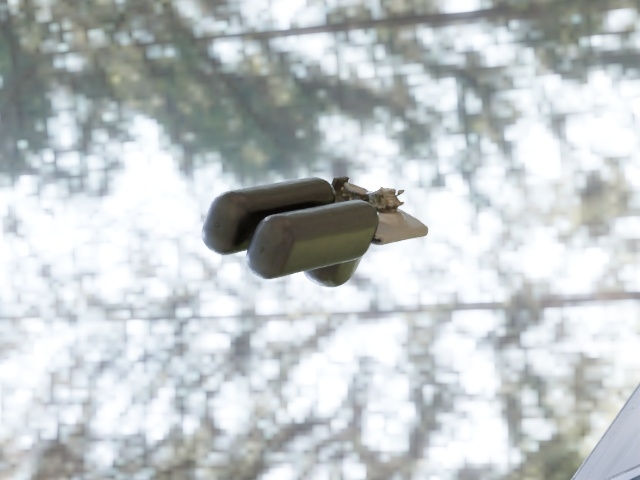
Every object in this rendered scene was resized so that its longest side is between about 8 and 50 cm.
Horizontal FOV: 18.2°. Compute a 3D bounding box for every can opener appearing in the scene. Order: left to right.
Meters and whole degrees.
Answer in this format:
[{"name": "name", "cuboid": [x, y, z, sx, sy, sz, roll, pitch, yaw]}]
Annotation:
[{"name": "can opener", "cuboid": [0.000, 0.000, 1.433, 0.093, 0.074, 0.280, -68, -19, 10]}]

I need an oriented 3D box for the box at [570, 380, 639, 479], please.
[{"name": "box", "cuboid": [0.255, 0.072, 0.979, 0.087, 0.290, 0.169, 44, -120, -4]}]
